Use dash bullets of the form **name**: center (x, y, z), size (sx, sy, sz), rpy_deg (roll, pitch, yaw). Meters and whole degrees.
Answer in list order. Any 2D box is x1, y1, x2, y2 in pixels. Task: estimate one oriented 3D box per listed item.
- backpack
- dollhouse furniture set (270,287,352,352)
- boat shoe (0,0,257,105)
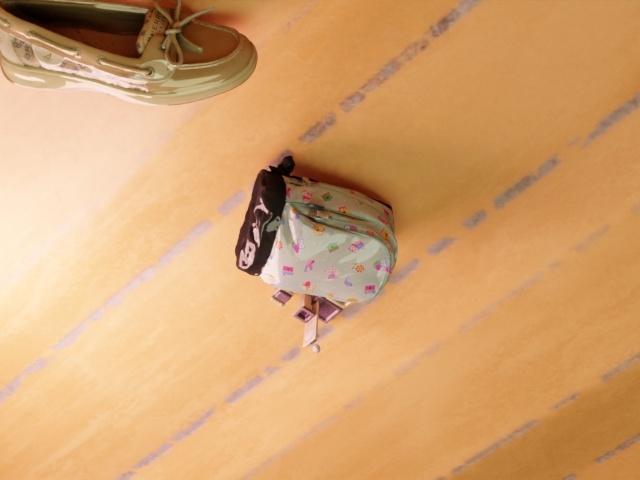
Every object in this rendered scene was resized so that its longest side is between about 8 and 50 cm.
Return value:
- **backpack**: center (0.000, 0.000, 1.873), size (0.182, 0.115, 0.152), rpy_deg (13, 130, -11)
- **dollhouse furniture set**: center (0.005, 0.079, 1.968), size (0.091, 0.081, 0.114), rpy_deg (32, 128, -23)
- **boat shoe**: center (-0.211, -0.210, 1.701), size (0.285, 0.105, 0.089), rpy_deg (1, 136, 5)
